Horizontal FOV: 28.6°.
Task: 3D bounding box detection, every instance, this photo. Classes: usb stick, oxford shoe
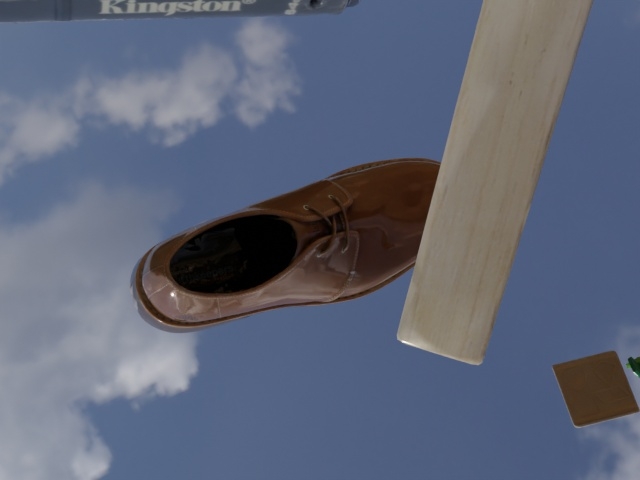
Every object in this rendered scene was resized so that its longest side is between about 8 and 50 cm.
[{"bbox_3d":[-0.106,-0.169,0.804,0.278,0.077,0.045,-4,-114,-13],"label":"usb stick"},{"bbox_3d":[0.000,0.000,0.719,0.212,0.076,0.076,-21,174,-21],"label":"oxford shoe"}]

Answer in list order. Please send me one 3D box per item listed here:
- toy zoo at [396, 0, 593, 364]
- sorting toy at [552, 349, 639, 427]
[{"bbox_3d":[0.091,-0.113,0.460,0.030,0.192,0.293,17,-148,8],"label":"toy zoo"},{"bbox_3d":[0.242,0.122,1.050,0.083,0.012,0.062,-13,-123,-6],"label":"sorting toy"}]
